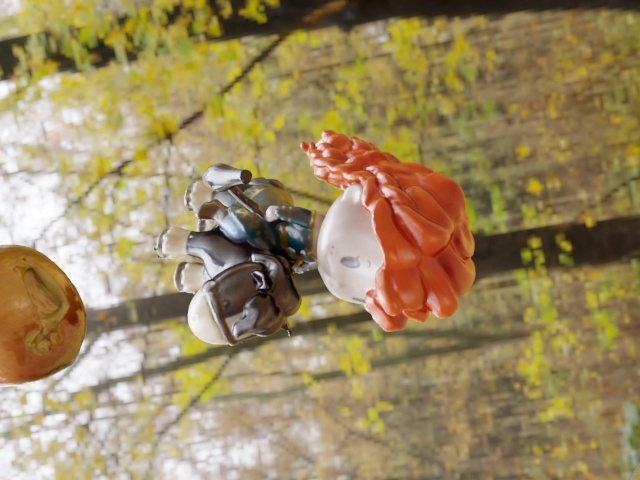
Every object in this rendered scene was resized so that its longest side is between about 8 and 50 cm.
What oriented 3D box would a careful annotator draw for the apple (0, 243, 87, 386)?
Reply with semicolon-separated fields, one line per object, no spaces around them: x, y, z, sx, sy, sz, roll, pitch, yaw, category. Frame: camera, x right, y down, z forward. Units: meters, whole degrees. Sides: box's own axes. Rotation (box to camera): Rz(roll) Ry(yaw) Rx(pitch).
-0.375;0.091;1.504;0.199;0.199;0.199;-10;-90;-77;apple

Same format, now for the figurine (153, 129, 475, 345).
-0.010;0.005;1.687;0.306;0.412;0.241;-101;-1;-62;figurine

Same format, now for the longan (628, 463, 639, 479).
0.419;0.331;1.196;0.361;0.361;0.360;-10;-90;-77;longan

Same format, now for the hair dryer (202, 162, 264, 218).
-0.080;-0.051;1.356;0.083;0.079;0.031;40;-109;-31;hair dryer
